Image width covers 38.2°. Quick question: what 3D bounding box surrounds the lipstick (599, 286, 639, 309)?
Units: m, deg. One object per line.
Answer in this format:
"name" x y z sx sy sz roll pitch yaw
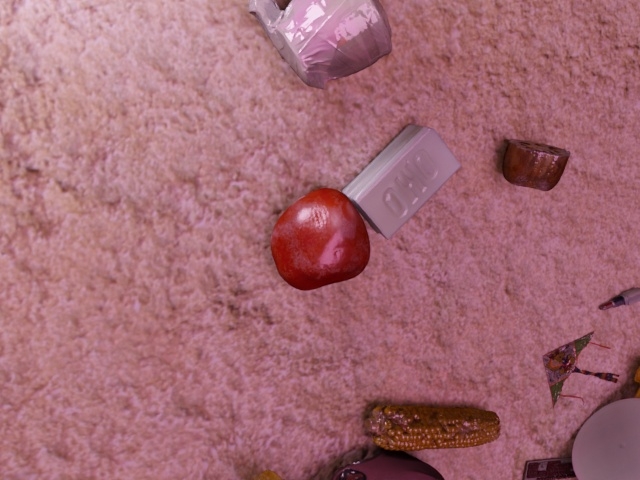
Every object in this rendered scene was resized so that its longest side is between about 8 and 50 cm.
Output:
"lipstick" 0.665 0.134 2.047 0.107 0.025 0.025 -18 113 -12

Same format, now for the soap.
"soap" 0.151 -0.113 1.702 0.198 0.066 0.119 -45 121 -6

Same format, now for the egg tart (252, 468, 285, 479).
"egg tart" -0.080 0.560 1.684 0.118 0.288 0.288 11 102 -16

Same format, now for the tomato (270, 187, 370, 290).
"tomato" 0.000 0.000 1.622 0.187 0.151 0.187 -5 107 -18

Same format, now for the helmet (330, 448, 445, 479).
"helmet" 0.138 0.570 1.812 0.338 0.197 0.271 -24 117 -39

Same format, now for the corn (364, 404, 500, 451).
"corn" 0.231 0.382 1.886 0.320 0.097 0.097 5 104 -29

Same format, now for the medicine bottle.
"medicine bottle" 0.730 0.521 2.072 0.252 0.252 0.241 -47 118 -5

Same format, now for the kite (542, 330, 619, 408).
"kite" 0.582 0.295 2.070 0.244 0.006 0.198 20 97 -29

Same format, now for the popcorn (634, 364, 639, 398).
"popcorn" 0.793 0.326 2.110 0.167 0.152 0.148 -14 132 -11

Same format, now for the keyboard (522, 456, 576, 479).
"keyboard" 0.537 0.527 2.117 0.166 0.017 0.055 2 106 -26

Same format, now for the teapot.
"teapot" -0.002 -0.360 1.498 0.178 0.163 0.221 -33 118 -4

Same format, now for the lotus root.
"lotus root" 0.416 -0.151 1.790 0.122 0.112 0.081 11 114 4
